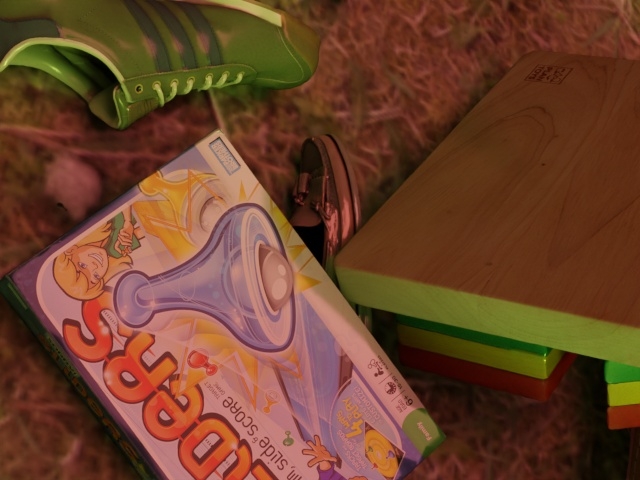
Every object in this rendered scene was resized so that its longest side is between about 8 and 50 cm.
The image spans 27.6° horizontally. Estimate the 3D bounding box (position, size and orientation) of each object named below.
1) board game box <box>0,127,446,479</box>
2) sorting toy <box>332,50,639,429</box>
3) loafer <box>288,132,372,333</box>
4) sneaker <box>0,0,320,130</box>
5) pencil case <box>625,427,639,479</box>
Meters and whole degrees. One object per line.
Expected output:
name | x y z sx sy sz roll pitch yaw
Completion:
board game box | -0.047 0.063 0.654 0.136 0.035 0.201 -38 94 -25
sorting toy | 0.183 0.002 0.712 0.257 0.255 0.089 -46 136 -43
loafer | 0.000 0.000 0.721 0.039 0.045 0.125 -2 76 -24
sneaker | -0.093 -0.094 0.691 0.192 0.064 0.086 16 71 -26
pencil case | 0.226 0.223 0.698 0.160 0.167 0.386 33 56 -26
